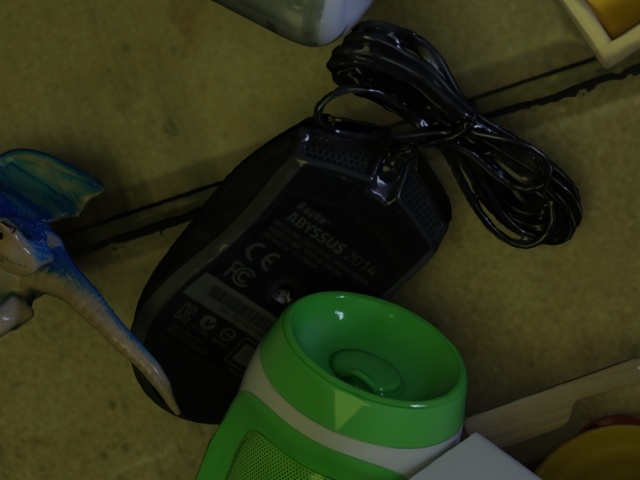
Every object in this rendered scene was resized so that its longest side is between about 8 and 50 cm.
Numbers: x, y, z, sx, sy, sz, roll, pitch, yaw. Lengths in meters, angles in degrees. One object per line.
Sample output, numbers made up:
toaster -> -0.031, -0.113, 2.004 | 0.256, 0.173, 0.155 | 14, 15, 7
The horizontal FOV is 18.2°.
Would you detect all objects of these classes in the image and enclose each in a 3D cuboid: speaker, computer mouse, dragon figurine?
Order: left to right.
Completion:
dragon figurine -> -0.182, -0.002, 1.162 | 0.289, 0.144, 0.085 | 20, 114, 16
speaker -> -0.015, 0.179, 1.148 | 0.131, 0.131, 0.296 | 24, 118, 8
computer mouse -> 0.000, 0.000, 1.156 | 0.272, 0.072, 0.188 | -42, 118, 18

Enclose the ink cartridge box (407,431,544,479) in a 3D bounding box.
ink cartridge box -> 0.134, 0.269, 1.036 | 0.289, 0.121, 0.211 | 36, 137, 28

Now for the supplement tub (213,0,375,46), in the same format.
supplement tub -> -0.090, -0.253, 1.073 | 0.316, 0.193, 0.193 | 28, 105, 7

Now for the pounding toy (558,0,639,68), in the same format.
pounding toy -> 0.221, -0.180, 1.066 | 0.206, 0.094, 0.181 | -33, 92, 17

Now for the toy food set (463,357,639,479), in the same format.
toy food set -> 0.168, 0.172, 1.166 | 0.128, 0.071, 0.218 | -26, 98, -10
